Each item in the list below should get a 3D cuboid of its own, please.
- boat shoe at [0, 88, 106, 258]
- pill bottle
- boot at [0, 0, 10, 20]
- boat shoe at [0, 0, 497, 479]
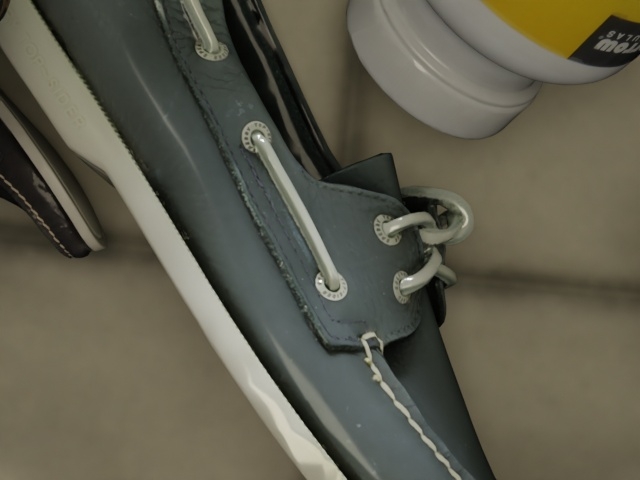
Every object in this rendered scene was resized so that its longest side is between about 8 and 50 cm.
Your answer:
[{"bbox_3d":[-0.126,-0.039,0.694,0.038,0.046,0.125,-37,85,-2],"label":"boat shoe"},{"bbox_3d":[0.090,-0.117,0.635,0.103,0.103,0.184,45,128,1],"label":"pill bottle"},{"bbox_3d":[-0.237,0.016,0.510,0.138,0.377,0.284,32,100,19],"label":"boot"},{"bbox_3d":[0.000,0.000,0.660,0.099,0.116,0.319,-37,83,2],"label":"boat shoe"}]
